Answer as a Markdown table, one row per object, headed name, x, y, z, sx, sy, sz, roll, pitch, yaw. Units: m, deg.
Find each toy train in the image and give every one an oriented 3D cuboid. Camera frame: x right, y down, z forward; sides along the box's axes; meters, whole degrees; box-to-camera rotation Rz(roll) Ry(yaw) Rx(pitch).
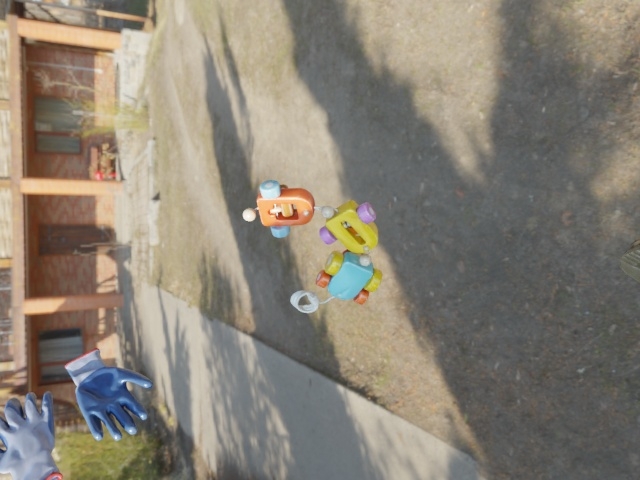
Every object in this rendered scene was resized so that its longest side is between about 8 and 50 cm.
| name | x | y | z | sx | sy | sz | roll | pitch | yaw |
| --- | --- | --- | --- | --- | --- | --- | --- | --- | --- |
| toy train | 0.000 | 0.000 | 0.539 | 0.046 | 0.125 | 0.166 | -81 | -19 | -49 |

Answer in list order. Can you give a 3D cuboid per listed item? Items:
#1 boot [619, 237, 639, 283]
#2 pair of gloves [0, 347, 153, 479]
| name | x | y | z | sx | sy | sz | roll | pitch | yaw |
| --- | --- | --- | --- | --- | --- | --- | --- | --- | --- |
| boot | 0.364 | -0.037 | 0.465 | 0.077 | 0.137 | 0.198 | 41 | 167 | 2 |
| pair of gloves | -0.307 | 0.215 | 0.648 | 0.159 | 0.198 | 0.023 | 35 | 144 | 38 |
